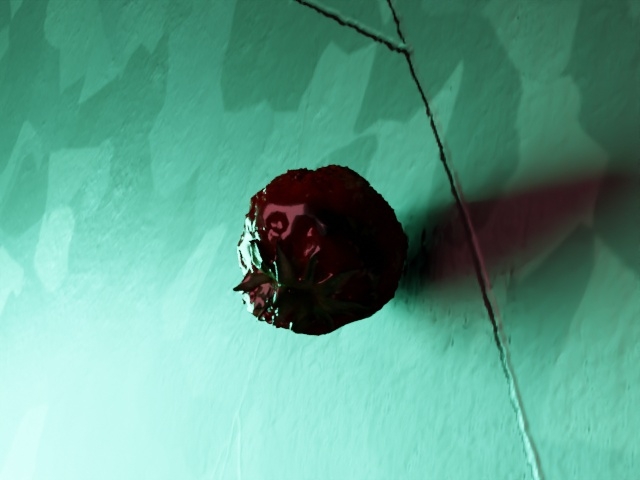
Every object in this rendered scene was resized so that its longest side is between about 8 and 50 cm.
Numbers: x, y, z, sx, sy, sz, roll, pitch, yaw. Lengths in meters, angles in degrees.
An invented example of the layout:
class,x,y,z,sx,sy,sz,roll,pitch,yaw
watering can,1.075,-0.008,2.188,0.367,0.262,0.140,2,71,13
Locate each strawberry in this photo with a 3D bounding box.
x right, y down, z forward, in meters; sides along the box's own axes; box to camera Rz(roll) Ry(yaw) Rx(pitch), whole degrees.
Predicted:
class,x,y,z,sx,sy,sz,roll,pitch,yaw
strawberry,0.001,0.000,1.002,0.106,0.106,0.106,-36,45,46
